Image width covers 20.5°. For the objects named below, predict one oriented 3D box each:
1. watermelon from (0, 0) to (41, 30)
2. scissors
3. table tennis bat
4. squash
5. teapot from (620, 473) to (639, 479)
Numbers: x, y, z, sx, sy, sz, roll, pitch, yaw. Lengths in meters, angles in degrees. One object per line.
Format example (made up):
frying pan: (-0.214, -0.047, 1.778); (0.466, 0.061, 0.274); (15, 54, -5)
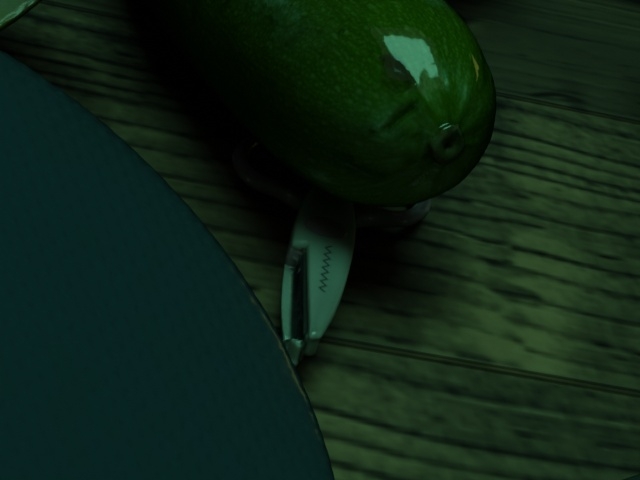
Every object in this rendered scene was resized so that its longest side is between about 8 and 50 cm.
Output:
watermelon: (-0.221, -0.142, 0.723); (0.304, 0.159, 0.128); (6, 1, -13)
scissors: (0.000, 0.000, 0.685); (0.085, 0.022, 0.176); (15, 26, -2)
table tennis bat: (-0.112, -0.001, 0.464); (0.329, 0.044, 0.215); (52, 34, 0)
squash: (-0.026, -0.116, 0.786); (0.101, 0.101, 0.378); (2, 29, -24)
teapot: (0.098, 0.117, 0.402); (0.239, 0.149, 0.162); (-3, 36, -32)
